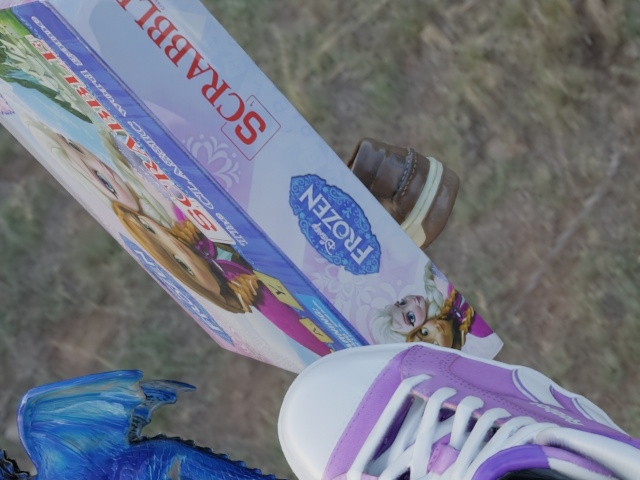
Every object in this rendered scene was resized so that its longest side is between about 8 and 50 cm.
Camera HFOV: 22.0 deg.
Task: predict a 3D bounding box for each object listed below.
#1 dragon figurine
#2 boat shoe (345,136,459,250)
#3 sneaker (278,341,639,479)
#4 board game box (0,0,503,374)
[{"bbox_3d":[-0.111,0.113,0.878,0.289,0.085,0.144,-19,75,13],"label":"dragon figurine"},{"bbox_3d":[0.002,-0.006,1.260,0.257,0.095,0.095,-43,24,48],"label":"boat shoe"},{"bbox_3d":[0.070,0.090,0.646,0.282,0.161,0.102,20,79,38],"label":"sneaker"},{"bbox_3d":[-0.083,-0.040,0.994,0.066,0.319,0.318,-48,21,-14],"label":"board game box"}]
